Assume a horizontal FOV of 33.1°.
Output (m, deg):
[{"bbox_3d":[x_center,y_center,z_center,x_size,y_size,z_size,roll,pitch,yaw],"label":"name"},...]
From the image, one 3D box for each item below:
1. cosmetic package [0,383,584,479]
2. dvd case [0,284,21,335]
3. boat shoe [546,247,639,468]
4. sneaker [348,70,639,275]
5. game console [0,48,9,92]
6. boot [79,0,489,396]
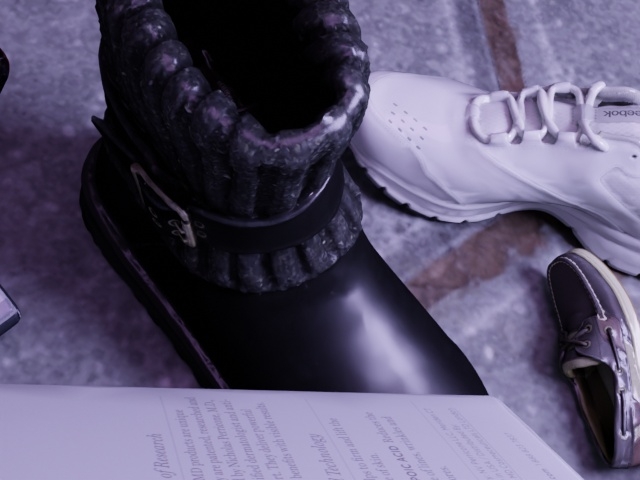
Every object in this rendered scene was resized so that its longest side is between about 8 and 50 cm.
[{"bbox_3d":[-0.085,0.183,0.457,0.384,0.156,0.217,1,103,-16],"label":"cosmetic package"},{"bbox_3d":[-0.307,0.004,0.584,0.179,0.029,0.239,-38,81,-17],"label":"dvd case"},{"bbox_3d":[0.184,0.077,0.714,0.049,0.056,0.152,-10,67,-28],"label":"boat shoe"},{"bbox_3d":[0.161,-0.068,0.741,0.297,0.129,0.111,13,62,-10],"label":"sneaker"},{"bbox_3d":[-0.279,-0.099,0.642,0.144,0.124,0.085,42,32,6],"label":"game console"},{"bbox_3d":[-0.003,0.002,0.571,0.348,0.260,0.131,43,59,7],"label":"boot"}]
